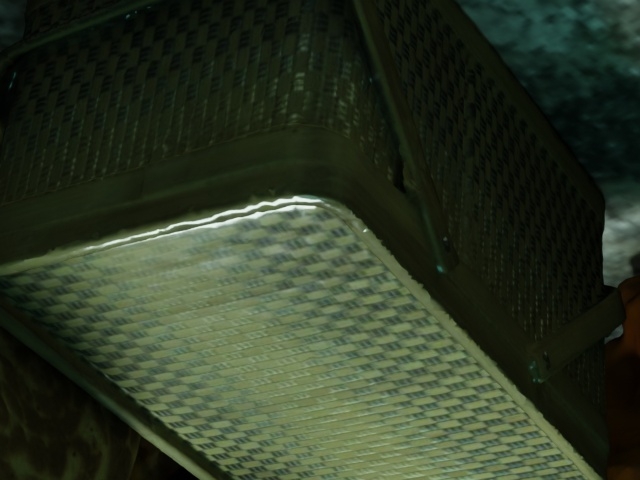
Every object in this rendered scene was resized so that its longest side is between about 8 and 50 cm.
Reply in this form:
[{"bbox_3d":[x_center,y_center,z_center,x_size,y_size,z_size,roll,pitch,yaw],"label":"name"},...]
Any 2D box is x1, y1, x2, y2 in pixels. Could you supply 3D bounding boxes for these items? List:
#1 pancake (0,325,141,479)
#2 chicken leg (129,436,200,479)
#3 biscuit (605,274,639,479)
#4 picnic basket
[{"bbox_3d":[-0.138,0.011,0.642,0.031,0.250,0.250,-24,138,20],"label":"pancake"},{"bbox_3d":[-0.097,0.166,0.807,0.409,0.295,0.182,-7,145,-36],"label":"chicken leg"},{"bbox_3d":[0.186,0.203,0.822,0.110,0.312,0.318,6,156,44],"label":"biscuit"},{"bbox_3d":[0.000,0.000,0.688,0.165,0.139,0.266,-14,142,28],"label":"picnic basket"}]
